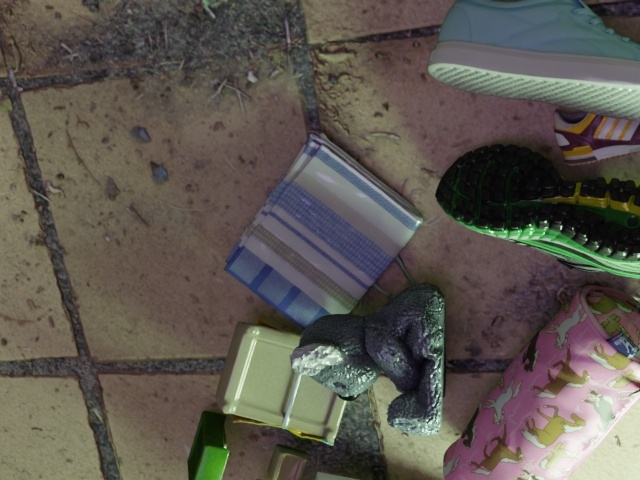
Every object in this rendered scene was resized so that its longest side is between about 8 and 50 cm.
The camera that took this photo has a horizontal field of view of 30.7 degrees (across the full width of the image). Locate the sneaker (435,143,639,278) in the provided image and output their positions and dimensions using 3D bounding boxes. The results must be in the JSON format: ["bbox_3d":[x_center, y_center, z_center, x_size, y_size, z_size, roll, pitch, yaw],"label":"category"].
[{"bbox_3d":[0.310,-0.021,1.568,0.344,0.134,0.146,21,160,28],"label":"sneaker"}]

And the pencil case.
[{"bbox_3d":[0.329,0.245,1.651,0.160,0.167,0.386,24,120,-18],"label":"pencil case"}]

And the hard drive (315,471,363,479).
[{"bbox_3d":[0.129,0.483,1.827,0.319,0.040,0.210,12,115,-4],"label":"hard drive"}]

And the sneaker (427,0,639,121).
[{"bbox_3d":[0.321,-0.250,1.466,0.366,0.135,0.150,13,82,19],"label":"sneaker"}]

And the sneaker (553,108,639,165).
[{"bbox_3d":[0.396,-0.158,1.519,0.185,0.069,0.084,-16,105,23],"label":"sneaker"}]

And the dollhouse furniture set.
[{"bbox_3d":[-0.077,0.269,1.864,0.198,0.151,0.301,16,99,-9],"label":"dollhouse furniture set"}]

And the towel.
[{"bbox_3d":[0.000,0.000,1.747,0.209,0.034,0.285,37,120,1],"label":"towel"}]

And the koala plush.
[{"bbox_3d":[0.069,0.158,1.688,0.221,0.196,0.203,1,102,8],"label":"koala plush"}]
